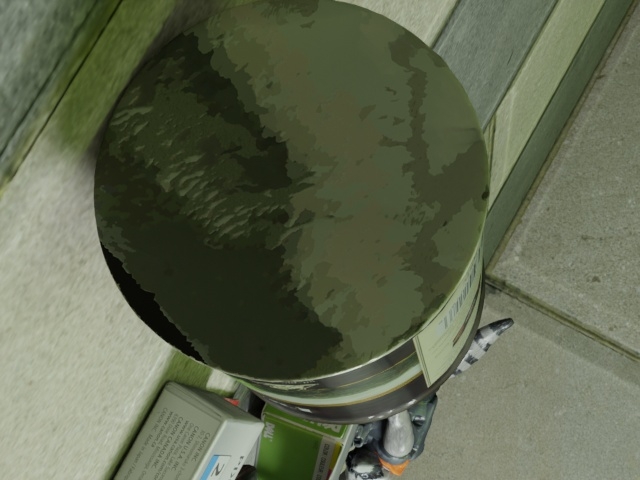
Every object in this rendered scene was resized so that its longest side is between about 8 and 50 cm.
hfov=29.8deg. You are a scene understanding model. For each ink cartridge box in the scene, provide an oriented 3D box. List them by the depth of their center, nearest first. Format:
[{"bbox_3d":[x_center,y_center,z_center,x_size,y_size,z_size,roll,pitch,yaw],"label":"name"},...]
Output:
[{"bbox_3d":[-0.147,0.273,1.054,0.296,0.066,0.261,-61,167,-4],"label":"ink cartridge box"},{"bbox_3d":[-0.028,0.246,1.310,0.188,0.097,0.255,101,12,-54],"label":"ink cartridge box"}]

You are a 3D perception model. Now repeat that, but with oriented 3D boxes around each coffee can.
[{"bbox_3d":[0.000,0.000,0.729,0.201,0.202,0.275,-60,167,-8],"label":"coffee can"}]

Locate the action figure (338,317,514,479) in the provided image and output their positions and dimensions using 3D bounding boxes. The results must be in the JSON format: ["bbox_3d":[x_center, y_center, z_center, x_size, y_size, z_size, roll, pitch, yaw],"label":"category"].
[{"bbox_3d":[0.121,0.222,1.699,0.330,0.179,0.341,-64,178,12],"label":"action figure"}]

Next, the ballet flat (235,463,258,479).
[{"bbox_3d":[-0.107,0.279,1.188,0.049,0.057,0.173,-22,157,-43],"label":"ballet flat"}]
